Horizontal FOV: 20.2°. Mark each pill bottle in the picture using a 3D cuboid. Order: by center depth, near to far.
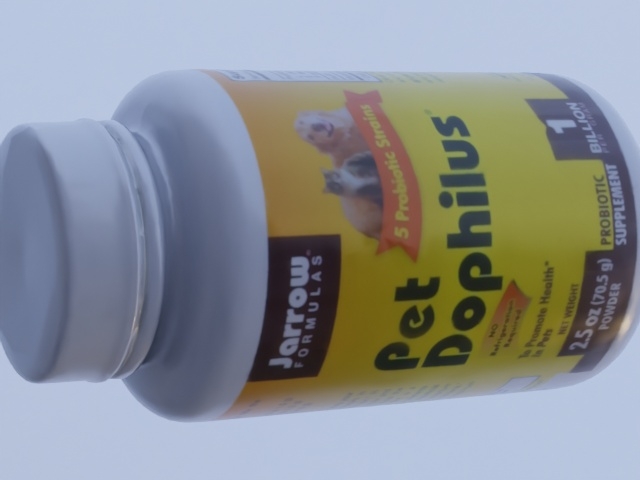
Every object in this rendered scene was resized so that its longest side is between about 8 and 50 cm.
[{"bbox_3d":[0.000,0.000,0.617,0.117,0.215,0.117,10,-79,61],"label":"pill bottle"}]
